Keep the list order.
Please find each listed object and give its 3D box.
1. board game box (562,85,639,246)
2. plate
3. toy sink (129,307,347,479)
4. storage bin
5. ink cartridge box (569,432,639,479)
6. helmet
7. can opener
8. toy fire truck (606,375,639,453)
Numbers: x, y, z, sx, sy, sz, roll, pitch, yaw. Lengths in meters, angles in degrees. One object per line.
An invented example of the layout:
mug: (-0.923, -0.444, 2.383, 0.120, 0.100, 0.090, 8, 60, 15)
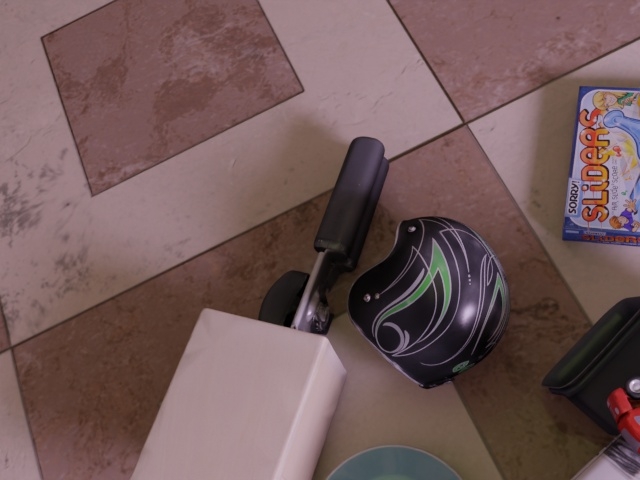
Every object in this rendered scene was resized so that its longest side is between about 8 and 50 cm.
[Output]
board game box: (0.367, -0.090, 1.056, 0.136, 0.035, 0.201, 5, 66, 17)
plate: (0.077, 0.312, 0.941, 0.188, 0.024, 0.188, -6, 62, 12)
toy sink: (-0.085, 0.216, 0.973, 0.153, 0.131, 0.234, 11, 65, 20)
storage bin: (0.314, 0.138, 0.933, 0.135, 0.098, 0.091, -43, 89, -9)
ink cartridge box: (0.384, 0.282, 0.788, 0.395, 0.166, 0.285, -40, 59, -7)
helmet: (0.127, 0.060, 0.976, 0.161, 0.169, 0.169, -47, 61, 8)
can opener: (0.000, 0.000, 1.089, 0.095, 0.076, 0.283, 12, 67, 19)
toy fire truck: (0.356, 0.153, 0.741, 0.192, 0.047, 0.135, -23, 57, 5)
